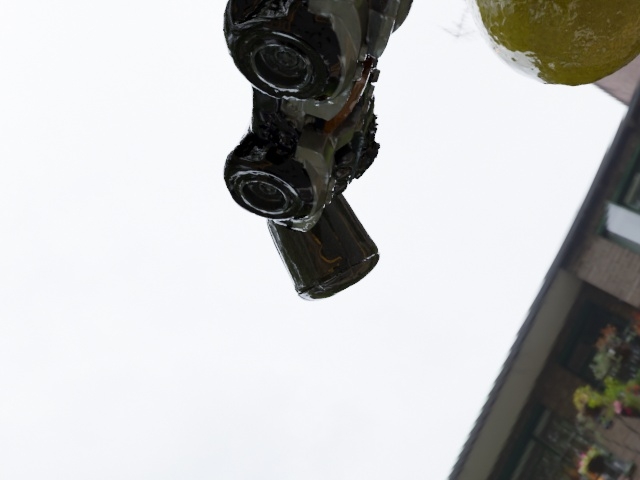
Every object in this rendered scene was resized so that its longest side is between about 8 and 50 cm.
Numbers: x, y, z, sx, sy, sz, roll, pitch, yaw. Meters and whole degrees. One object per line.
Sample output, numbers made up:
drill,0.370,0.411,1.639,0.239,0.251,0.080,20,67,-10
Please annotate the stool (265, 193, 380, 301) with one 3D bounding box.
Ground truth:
stool,0.000,0.000,0.854,0.096,0.096,0.110,-27,-92,-20

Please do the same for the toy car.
toy car,0.004,-0.138,0.672,0.301,0.118,0.193,99,-172,-56

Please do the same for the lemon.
lemon,0.282,-0.289,0.973,0.240,0.240,0.219,-11,-60,-29
